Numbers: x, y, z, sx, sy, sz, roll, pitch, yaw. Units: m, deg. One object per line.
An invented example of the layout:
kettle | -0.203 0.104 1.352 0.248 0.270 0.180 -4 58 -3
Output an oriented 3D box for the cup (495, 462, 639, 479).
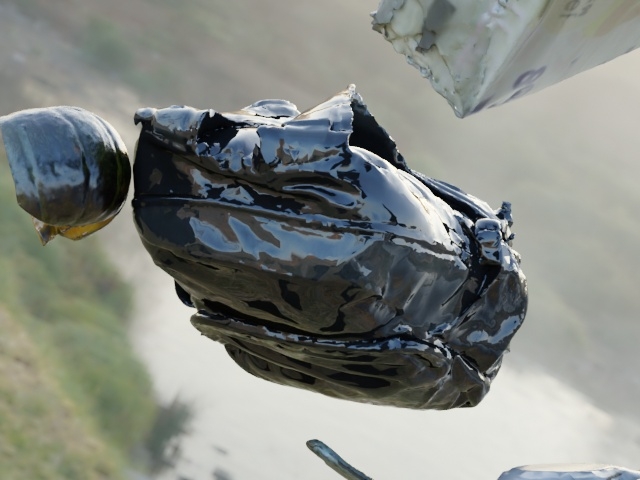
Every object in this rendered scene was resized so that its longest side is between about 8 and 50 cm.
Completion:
cup | 0.224 0.294 1.486 0.226 0.264 0.182 -13 -5 -22

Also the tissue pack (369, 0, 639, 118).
tissue pack | 0.213 -0.232 1.294 0.344 0.242 0.125 -26 67 -43

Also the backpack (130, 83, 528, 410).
backpack | 0.000 0.000 1.816 0.363 0.254 0.446 8 -14 21

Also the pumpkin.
pumpkin | -0.226 -0.063 1.733 0.183 0.108 0.119 135 -65 -82

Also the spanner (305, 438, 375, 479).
spanner | 0.074 0.240 1.723 0.071 0.017 0.302 45 -11 -32
